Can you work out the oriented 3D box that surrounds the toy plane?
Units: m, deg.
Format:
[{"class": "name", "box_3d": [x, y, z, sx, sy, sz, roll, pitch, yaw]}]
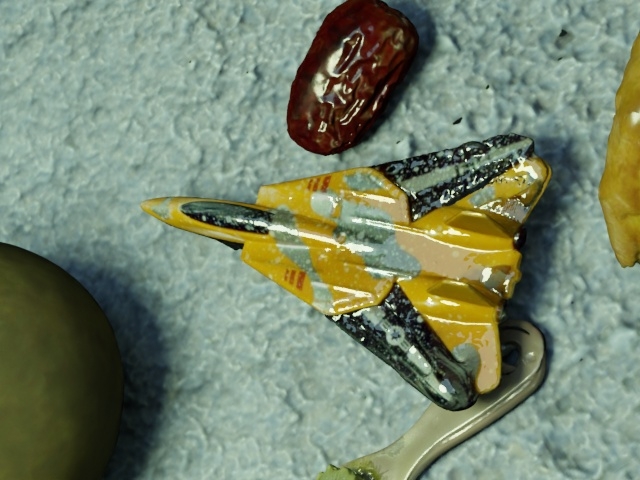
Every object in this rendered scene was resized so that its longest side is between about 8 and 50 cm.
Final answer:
[{"class": "toy plane", "box_3d": [0.006, 0.004, 1.268, 0.316, 0.103, 0.204, 8, 78, 34]}]

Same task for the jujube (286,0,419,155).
[{"class": "jujube", "box_3d": [0.020, -0.125, 1.306, 0.077, 0.077, 0.129, 39, 104, 29]}]

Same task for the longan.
[{"class": "longan", "box_3d": [-0.277, 0.117, 1.285, 0.258, 0.258, 0.258, -7, 74, 24]}]

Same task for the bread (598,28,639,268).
[{"class": "bread", "box_3d": [0.267, -0.105, 1.143, 0.129, 0.134, 0.260, 16, 84, 27]}]

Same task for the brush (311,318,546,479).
[{"class": "brush", "box_3d": [0.040, 0.168, 1.223, 0.313, 0.067, 0.072, -42, 62, 8]}]
